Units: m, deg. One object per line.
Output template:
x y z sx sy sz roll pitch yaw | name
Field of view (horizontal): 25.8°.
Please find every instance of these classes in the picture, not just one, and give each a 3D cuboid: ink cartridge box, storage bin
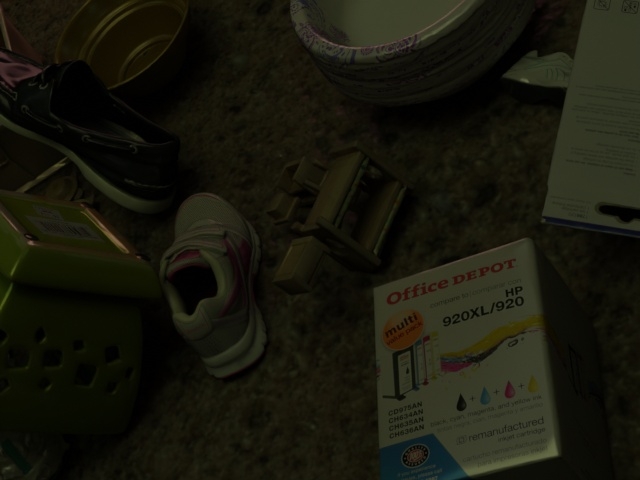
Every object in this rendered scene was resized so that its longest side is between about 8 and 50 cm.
0.159 0.152 1.295 0.171 0.168 0.233 -18 49 21 | ink cartridge box
0.332 -0.127 1.437 0.165 0.065 0.333 11 60 13 | ink cartridge box
-0.508 -0.161 1.986 0.260 0.123 0.262 -32 47 7 | storage bin

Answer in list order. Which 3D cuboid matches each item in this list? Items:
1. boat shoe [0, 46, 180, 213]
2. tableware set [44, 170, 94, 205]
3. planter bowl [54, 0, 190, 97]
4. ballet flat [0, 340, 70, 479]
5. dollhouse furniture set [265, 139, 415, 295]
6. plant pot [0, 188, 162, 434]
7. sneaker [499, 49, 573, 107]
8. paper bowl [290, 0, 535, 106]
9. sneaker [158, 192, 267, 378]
-0.312 -0.172 1.777 0.340 0.113 0.127 39 38 19 | boat shoe
-0.371 -0.022 1.867 0.168 0.020 0.141 -34 44 7 | tableware set
-0.252 -0.263 1.923 0.217 0.090 0.217 -16 50 21 | planter bowl
-0.441 0.160 1.696 0.147 0.147 0.409 -50 46 -10 | ballet flat
0.000 0.000 1.591 0.161 0.101 0.182 -12 48 57 | dollhouse furniture set
-0.323 0.071 1.575 0.227 0.228 0.207 39 111 46 | plant pot
0.272 -0.180 1.557 0.152 0.054 0.061 23 69 42 | sneaker
0.119 -0.280 1.662 0.284 0.148 0.284 -17 49 22 | paper bowl
-0.130 0.030 1.610 0.103 0.111 0.252 -27 47 12 | sneaker
